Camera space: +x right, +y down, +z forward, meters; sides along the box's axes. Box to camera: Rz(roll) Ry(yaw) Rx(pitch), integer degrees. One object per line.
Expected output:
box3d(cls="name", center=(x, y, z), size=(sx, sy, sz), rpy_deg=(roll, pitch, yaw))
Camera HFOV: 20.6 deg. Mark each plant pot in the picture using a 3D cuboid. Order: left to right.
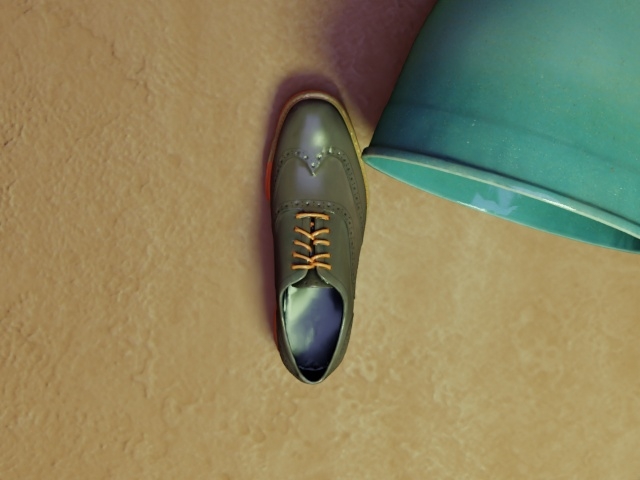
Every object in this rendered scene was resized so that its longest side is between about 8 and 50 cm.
box3d(cls="plant pot", center=(0.203, -0.148, 1.515), size=(0.271, 0.271, 0.255), rpy_deg=(19, 88, -6))

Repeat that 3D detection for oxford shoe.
box3d(cls="oxford shoe", center=(0.000, 0.000, 1.613), size=(0.096, 0.098, 0.271), rpy_deg=(-3, 103, -1))
